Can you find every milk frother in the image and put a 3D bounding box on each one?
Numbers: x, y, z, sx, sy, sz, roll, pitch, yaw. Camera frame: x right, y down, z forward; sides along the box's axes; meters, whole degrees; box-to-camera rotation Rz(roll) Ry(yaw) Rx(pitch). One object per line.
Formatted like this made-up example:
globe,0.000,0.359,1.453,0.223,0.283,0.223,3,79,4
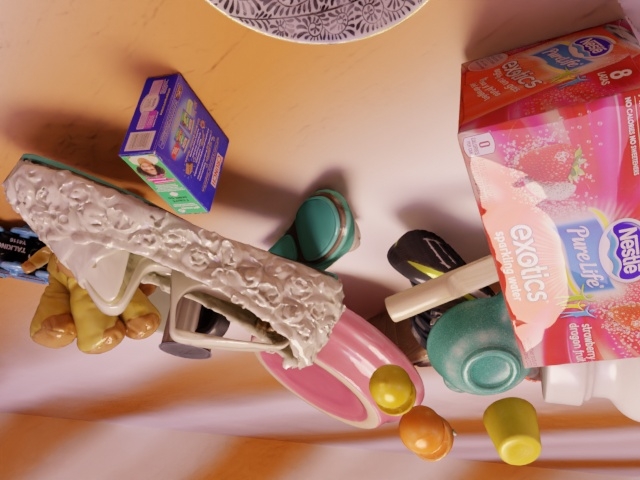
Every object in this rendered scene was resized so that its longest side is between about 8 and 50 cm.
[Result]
milk frother,-0.214,0.095,0.915,0.143,0.134,0.129,21,150,-25

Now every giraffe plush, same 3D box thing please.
giraffe plush,-0.295,0.021,0.779,0.182,0.210,0.170,-14,148,-33

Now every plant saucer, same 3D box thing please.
plant saucer,0.008,0.209,0.999,0.332,0.084,0.332,28,152,16

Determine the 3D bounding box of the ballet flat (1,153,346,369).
ballet flat,-0.164,0.036,0.657,0.409,0.146,0.147,22,151,-10

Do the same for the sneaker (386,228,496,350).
sneaker,0.166,0.091,0.794,0.121,0.111,0.300,-42,135,10

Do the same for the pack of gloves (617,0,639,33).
pack of gloves,0.324,-0.180,0.364,0.232,0.046,0.195,-15,158,42

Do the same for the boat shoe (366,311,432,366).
boat shoe,0.183,0.170,1.007,0.285,0.102,0.092,-18,140,30

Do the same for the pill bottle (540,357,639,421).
pill bottle,0.453,0.111,0.702,0.363,0.210,0.210,-1,152,17

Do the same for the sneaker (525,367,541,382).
sneaker,0.389,0.219,1.100,0.158,0.061,0.065,21,144,-27

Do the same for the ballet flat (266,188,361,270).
ballet flat,0.000,0.000,0.758,0.087,0.083,0.247,-7,162,-29

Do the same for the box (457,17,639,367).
box,0.204,-0.025,0.489,0.128,0.122,0.256,-11,126,22

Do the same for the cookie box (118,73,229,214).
cookie box,-0.137,-0.090,0.580,0.040,0.091,0.107,0,152,20

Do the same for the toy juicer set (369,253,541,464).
toy juicer set,0.159,0.133,0.719,0.210,0.089,0.328,-6,118,6

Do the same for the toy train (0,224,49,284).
toy train,-0.450,0.023,0.903,0.184,0.080,0.105,14,162,-17

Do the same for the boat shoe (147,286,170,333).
boat shoe,-0.317,0.120,1.069,0.228,0.079,0.081,15,162,-4

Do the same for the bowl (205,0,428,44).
bowl,-0.004,-0.201,0.338,0.170,0.080,0.170,5,153,3
